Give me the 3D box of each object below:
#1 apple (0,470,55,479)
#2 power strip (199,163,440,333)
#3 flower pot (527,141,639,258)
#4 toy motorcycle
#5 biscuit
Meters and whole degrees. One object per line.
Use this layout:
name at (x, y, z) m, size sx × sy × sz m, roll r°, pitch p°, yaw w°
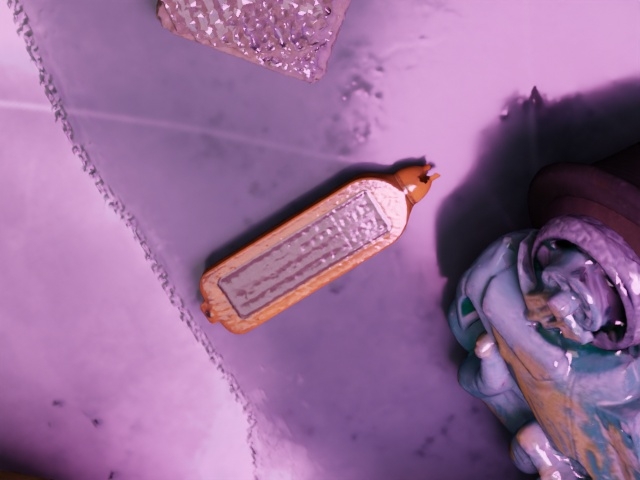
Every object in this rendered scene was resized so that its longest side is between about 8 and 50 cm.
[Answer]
apple at (-0.218, 0.368, 0.789) m, size 0.474 × 0.473 × 0.473 m, roll 0°, pitch 104°, yaw -1°
power strip at (0.000, 0.000, 0.899) m, size 0.178 × 0.028 × 0.049 m, roll -31°, pitch 102°, yaw 7°
flower pot at (0.254, 0.006, 0.827) m, size 0.148 × 0.235 × 0.235 m, roll -40°, pitch 102°, yaw -12°
toy motorcycle at (0.153, 0.101, 0.857) m, size 0.109 × 0.198 × 0.296 m, roll -33°, pitch 119°, yaw -21°
biscuit at (-0.092, -0.199, 0.838) m, size 0.250 × 0.046 × 0.147 m, roll 20°, pitch 103°, yaw -6°
